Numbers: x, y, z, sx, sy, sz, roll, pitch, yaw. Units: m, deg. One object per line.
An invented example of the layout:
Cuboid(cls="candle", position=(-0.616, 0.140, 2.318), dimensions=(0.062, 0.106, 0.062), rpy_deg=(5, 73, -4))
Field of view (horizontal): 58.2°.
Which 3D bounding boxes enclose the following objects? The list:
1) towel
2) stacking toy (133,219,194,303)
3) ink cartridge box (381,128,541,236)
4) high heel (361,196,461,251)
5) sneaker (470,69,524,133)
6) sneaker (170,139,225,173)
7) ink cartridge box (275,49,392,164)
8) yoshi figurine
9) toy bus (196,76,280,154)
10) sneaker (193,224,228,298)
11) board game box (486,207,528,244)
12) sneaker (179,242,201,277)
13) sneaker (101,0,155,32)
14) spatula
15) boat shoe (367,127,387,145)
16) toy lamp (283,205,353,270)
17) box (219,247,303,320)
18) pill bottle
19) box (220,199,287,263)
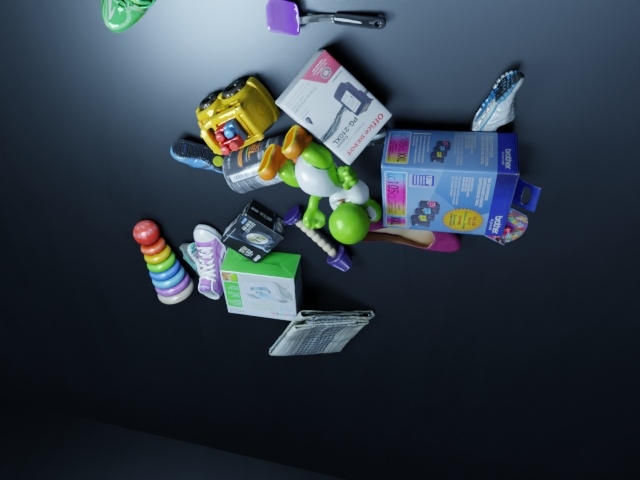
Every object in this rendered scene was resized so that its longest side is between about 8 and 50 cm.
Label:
Cuboid(cls="towel", position=(0.003, 0.351, 2.129), dimensions=(0.312, 0.056, 0.324), rpy_deg=(4, 144, -26))
Cuboid(cls="stacking toy", position=(-0.578, 0.068, 2.066), dimensions=(0.141, 0.141, 0.330), rpy_deg=(-4, 126, 20))
Cuboid(cls="ink cartridge box", position=(0.366, -0.150, 1.524), dimensions=(0.396, 0.151, 0.270), rpy_deg=(3, 146, 10))
Cuboid(cls="high heel", position=(0.240, -0.004, 1.708), dimensions=(0.377, 0.181, 0.127), rpy_deg=(19, 136, -2))
Cuboid(cls="sneaker", position=(0.450, -0.334, 1.410), dimensions=(0.083, 0.071, 0.190), rpy_deg=(17, 145, -10))
Cuboid(cls="sneaker", position=(-0.346, -0.247, 1.731), dimensions=(0.209, 0.069, 0.082), rpy_deg=(16, 170, -12))
Cuboid(cls="ink cartridge box", position=(0.034, -0.332, 1.446), dimensions=(0.237, 0.100, 0.172), rpy_deg=(38, 96, -21))
Cuboid(cls="yoshi figurine", position=(0.019, -0.117, 1.499), dimensions=(0.362, 0.203, 0.203), rpy_deg=(34, 89, -27))
Cuboid(cls="toy bus", position=(-0.244, -0.300, 1.533), dimensions=(0.220, 0.211, 0.149), rpy_deg=(-16, 129, 31))
Cuboid(cls="sneaker", position=(-0.383, 0.088, 1.997), dimensions=(0.102, 0.161, 0.282), rpy_deg=(0, 133, 18))
Cuboid(cls="board game box", position=(0.524, -0.043, 1.694), dimensions=(0.169, 0.033, 0.133), rpy_deg=(25, 136, -10))
Cuboid(cls="sneaker", position=(-0.455, 0.067, 2.078), dimensions=(0.076, 0.065, 0.166), rpy_deg=(11, 135, 29))
Cuboid(cls="sneaker", position=(-0.440, -0.595, 1.356), dimensions=(0.296, 0.123, 0.109), rpy_deg=(-29, 121, 37))
Cuboid(cls="spatula", position=(0.009, -0.525, 1.363), dimensions=(0.297, 0.030, 0.084), rpy_deg=(6, 133, 10))
Cuboid(cls="boat shoe", position=(0.116, -0.273, 1.572), dimensions=(0.142, 0.049, 0.040), rpy_deg=(-7, 132, 19))
Cuboid(cls="toy lamp", position=(0.000, 0.000, 1.860), dimensions=(0.080, 0.080, 0.275), rpy_deg=(-28, 119, 36))
Cuboid(cls="box", position=(-0.201, 0.154, 2.037), dimensions=(0.262, 0.126, 0.231), rpy_deg=(7, 133, 8))
Cuboid(cls="pill bottle", position=(-0.145, -0.224, 1.638), dimensions=(0.246, 0.130, 0.130), rpy_deg=(-14, 129, 27))
Cuboid(cls="box", position=(-0.219, -0.026, 1.893), dimensions=(0.147, 0.077, 0.180), rpy_deg=(34, 133, -18))
